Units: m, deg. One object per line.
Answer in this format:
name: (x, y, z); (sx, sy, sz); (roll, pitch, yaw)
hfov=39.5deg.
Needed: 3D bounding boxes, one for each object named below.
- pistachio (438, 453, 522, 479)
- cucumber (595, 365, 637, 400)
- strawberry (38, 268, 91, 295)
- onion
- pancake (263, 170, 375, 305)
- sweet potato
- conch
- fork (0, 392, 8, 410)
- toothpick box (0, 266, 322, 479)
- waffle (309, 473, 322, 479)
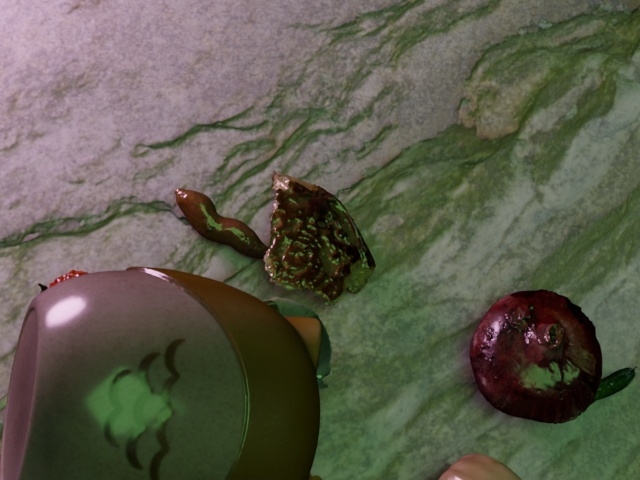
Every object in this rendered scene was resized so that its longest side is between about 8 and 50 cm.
pistachio: (0.301, 0.504, 1.502); (0.193, 0.214, 0.318); (-44, 101, -22)
cucumber: (0.551, 0.281, 1.716); (0.168, 0.039, 0.039); (-19, 80, -17)
strawberry: (-0.368, 0.142, 1.488); (0.236, 0.107, 0.175); (17, 72, -10)
onion: (0.396, 0.206, 1.604); (0.252, 0.219, 0.252); (3, 67, -7)
pancake: (0.000, 0.000, 1.642); (0.213, 0.056, 0.257); (12, 64, -17)
sweet potato: (-0.177, -0.021, 1.611); (0.218, 0.051, 0.065); (36, 84, -3)
conch: (-0.086, 0.194, 1.535); (0.200, 0.131, 0.172); (34, 60, -22)
fork: (-0.555, 0.293, 1.446); (0.219, 0.028, 0.034); (-40, 80, -24)
toothpick box: (-0.212, 0.248, 1.268); (0.426, 0.409, 0.408); (10, 72, -23)
waffle: (-0.102, 0.515, 1.433); (0.324, 0.151, 0.261); (-23, 78, -17)
